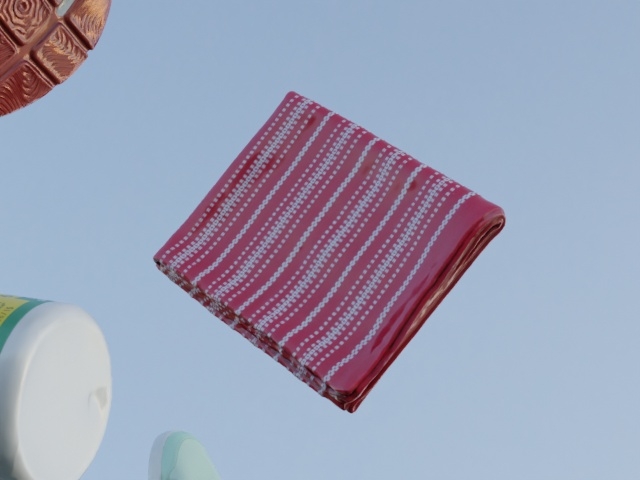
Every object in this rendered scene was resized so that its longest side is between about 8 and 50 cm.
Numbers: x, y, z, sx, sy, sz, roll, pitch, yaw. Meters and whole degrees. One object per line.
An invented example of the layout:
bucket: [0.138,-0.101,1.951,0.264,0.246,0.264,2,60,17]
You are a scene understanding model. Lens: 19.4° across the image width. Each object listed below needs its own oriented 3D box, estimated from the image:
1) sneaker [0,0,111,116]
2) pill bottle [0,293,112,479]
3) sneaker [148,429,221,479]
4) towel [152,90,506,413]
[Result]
sneaker: [-0.195,-0.171,1.183,0.128,0.221,0.087,11,-33,40]
pill bottle: [-0.243,0.084,1.143,0.208,0.117,0.117,6,-39,25]
sneaker: [-0.065,0.263,1.758,0.151,0.256,0.094,-39,-33,25]
towel: [0.000,0.000,1.495,0.275,0.199,0.031,33,-9,43]
